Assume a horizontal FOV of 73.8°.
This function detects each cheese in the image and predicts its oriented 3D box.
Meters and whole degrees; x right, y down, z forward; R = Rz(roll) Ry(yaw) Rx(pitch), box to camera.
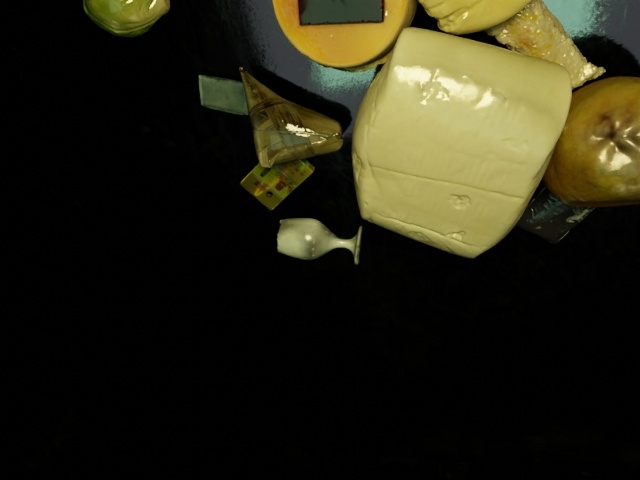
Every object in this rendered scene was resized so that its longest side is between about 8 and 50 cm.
[{"bbox_3d":[0.266,-0.462,0.710,0.226,0.117,0.214,-33,128,16],"label":"cheese"}]

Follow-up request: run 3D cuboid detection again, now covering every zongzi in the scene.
[{"bbox_3d":[-0.066,-0.315,1.035,0.221,0.112,0.242,-10,106,6],"label":"zongzi"}]

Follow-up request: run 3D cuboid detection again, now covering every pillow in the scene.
[{"bbox_3d":[0.598,-0.088,1.055,0.141,0.055,0.208,29,128,3],"label":"pillow"}]

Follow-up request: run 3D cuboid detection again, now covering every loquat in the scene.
[{"bbox_3d":[0.569,-0.192,0.834,0.276,0.284,0.276,1,93,26],"label":"loquat"}]

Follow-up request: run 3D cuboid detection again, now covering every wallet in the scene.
[{"bbox_3d":[-0.241,-0.368,1.078,0.129,0.026,0.088,12,133,4],"label":"wallet"}]

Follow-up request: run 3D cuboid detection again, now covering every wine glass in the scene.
[{"bbox_3d":[0.000,0.000,1.237,0.241,0.126,0.126,8,129,6],"label":"wine glass"}]

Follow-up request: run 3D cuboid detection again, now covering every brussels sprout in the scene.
[{"bbox_3d":[-0.433,-0.527,0.941,0.183,0.145,0.131,15,157,10],"label":"brussels sprout"}]

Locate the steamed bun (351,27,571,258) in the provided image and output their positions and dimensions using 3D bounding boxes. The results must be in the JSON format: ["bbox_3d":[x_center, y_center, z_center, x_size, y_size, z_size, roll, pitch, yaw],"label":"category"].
[{"bbox_3d":[0.259,-0.203,0.902,0.371,0.290,0.456,20,145,8],"label":"steamed bun"}]

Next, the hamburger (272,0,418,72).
[{"bbox_3d":[0.045,-0.477,0.820,0.300,0.176,0.300,9,125,13],"label":"hamburger"}]

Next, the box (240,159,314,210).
[{"bbox_3d":[-0.123,-0.180,1.191,0.121,0.030,0.193,41,125,-16],"label":"box"}]

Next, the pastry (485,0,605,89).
[{"bbox_3d":[0.427,-0.385,0.844,0.258,0.089,0.121,39,116,-15],"label":"pastry"}]
